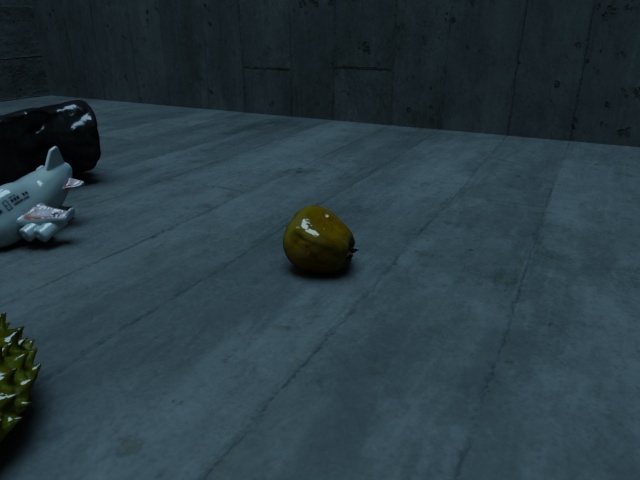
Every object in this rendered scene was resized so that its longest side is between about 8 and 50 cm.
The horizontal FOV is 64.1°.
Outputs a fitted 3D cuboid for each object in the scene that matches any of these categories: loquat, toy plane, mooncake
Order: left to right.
[{"bbox_3d":[-0.808,-0.250,1.382,0.351,0.212,0.381,14,29,40],"label":"mooncake"},{"bbox_3d":[-0.616,-0.084,1.064,0.252,0.118,0.252,1,49,-1],"label":"toy plane"},{"bbox_3d":[0.000,0.000,0.927,0.137,0.113,0.137,21,19,-7],"label":"loquat"}]

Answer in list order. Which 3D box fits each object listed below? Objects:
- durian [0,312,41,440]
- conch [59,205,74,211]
[{"bbox_3d":[-0.409,0.159,0.544,0.172,0.166,0.306,21,15,-34],"label":"durian"},{"bbox_3d":[-0.655,-0.074,1.153,0.180,0.065,0.088,7,21,-5],"label":"conch"}]
